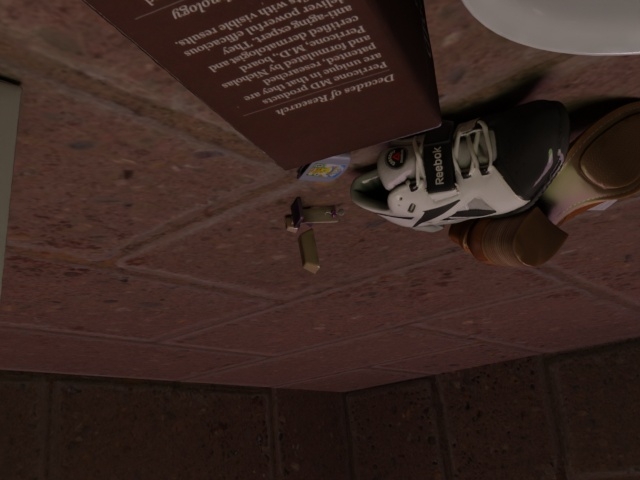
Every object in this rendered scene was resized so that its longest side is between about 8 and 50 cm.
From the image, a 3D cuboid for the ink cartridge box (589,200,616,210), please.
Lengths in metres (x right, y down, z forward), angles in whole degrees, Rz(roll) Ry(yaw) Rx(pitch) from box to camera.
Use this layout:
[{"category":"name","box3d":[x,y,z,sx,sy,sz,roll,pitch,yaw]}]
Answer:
[{"category":"ink cartridge box","box3d":[0.388,-0.082,1.054,0.123,0.052,0.088,-3,160,-11]}]

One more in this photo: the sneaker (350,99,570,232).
[{"category":"sneaker","box3d":[0.155,-0.085,0.874,0.146,0.122,0.331,10,160,-27]}]

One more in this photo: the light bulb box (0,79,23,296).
[{"category":"light bulb box","box3d":[-0.484,0.041,0.703,0.225,0.360,0.358,14,153,-39]}]

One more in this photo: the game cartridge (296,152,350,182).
[{"category":"game cartridge","box3d":[0.007,-0.101,0.953,0.056,0.017,0.083,-1,161,-23]}]

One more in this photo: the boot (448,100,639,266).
[{"category":"boot","box3d":[0.309,-0.074,0.951,0.109,0.283,0.220,42,176,-12]}]

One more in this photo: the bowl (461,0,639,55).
[{"category":"bowl","box3d":[0.228,-0.236,0.422,0.298,0.134,0.298,0,168,0]}]

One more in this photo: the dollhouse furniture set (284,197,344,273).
[{"category":"dollhouse furniture set","box3d":[0.000,0.000,1.095,0.081,0.114,0.091,-4,159,-18]}]

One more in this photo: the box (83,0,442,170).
[{"category":"box","box3d":[-0.052,-0.203,0.386,0.143,0.191,0.381,-12,160,19]}]
